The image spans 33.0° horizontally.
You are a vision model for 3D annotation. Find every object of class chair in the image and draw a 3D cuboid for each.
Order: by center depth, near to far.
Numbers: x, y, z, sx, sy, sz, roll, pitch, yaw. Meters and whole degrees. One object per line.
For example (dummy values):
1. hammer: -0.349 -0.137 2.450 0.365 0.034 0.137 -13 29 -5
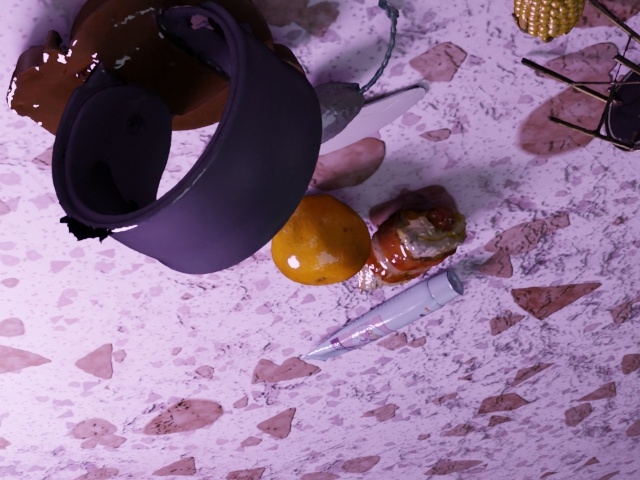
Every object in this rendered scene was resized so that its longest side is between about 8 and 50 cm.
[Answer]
1. chair: 0.453 -0.201 1.509 0.326 0.170 0.160 22 130 -32

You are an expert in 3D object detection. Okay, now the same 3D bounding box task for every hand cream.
1. hand cream: 0.109 0.144 1.957 0.331 0.058 0.085 -29 160 28

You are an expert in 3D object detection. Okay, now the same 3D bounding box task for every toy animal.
1. toy animal: 0.030 -0.199 1.421 0.253 0.070 0.079 -43 154 24

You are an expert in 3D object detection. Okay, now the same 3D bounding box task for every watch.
1. watch: -0.175 -0.118 1.244 0.335 0.327 0.314 -30 142 22

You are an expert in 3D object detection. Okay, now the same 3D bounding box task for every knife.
1. knife: -0.008 -0.143 1.521 0.336 0.043 0.081 -16 144 0

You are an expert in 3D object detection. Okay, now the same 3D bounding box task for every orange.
1. orange: 0.000 0.000 1.655 0.155 0.134 0.154 -3 166 -1

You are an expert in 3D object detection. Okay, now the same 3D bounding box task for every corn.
1. corn: 0.281 -0.350 1.289 0.091 0.091 0.260 4 146 8

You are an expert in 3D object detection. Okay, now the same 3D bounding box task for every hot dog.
1. hot dog: 0.137 0.007 1.736 0.146 0.103 0.213 -9 161 -47
